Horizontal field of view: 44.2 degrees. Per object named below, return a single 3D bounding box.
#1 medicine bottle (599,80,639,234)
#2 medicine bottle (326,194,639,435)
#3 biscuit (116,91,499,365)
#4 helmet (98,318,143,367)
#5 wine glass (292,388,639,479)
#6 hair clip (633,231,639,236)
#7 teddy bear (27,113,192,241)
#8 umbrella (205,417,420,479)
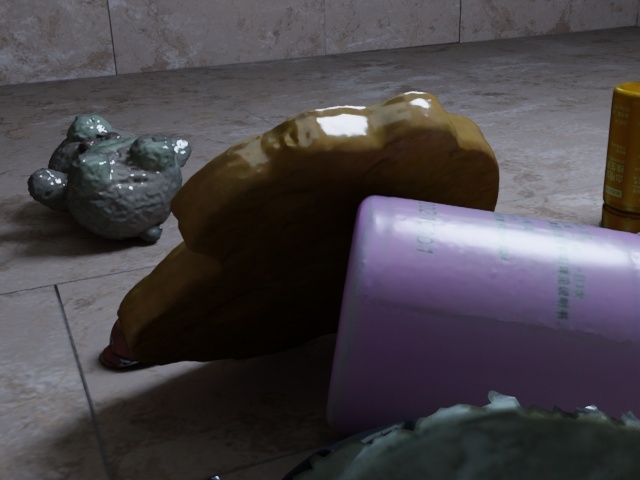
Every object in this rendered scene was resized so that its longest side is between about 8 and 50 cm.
[{"bbox_3d":[0.423,-0.106,1.030,0.096,0.191,0.096,-2,23,1],"label":"medicine bottle"},{"bbox_3d":[0.158,0.072,0.574,0.291,0.178,0.178,8,22,2],"label":"medicine bottle"},{"bbox_3d":[0.000,0.000,0.682,0.351,0.312,0.057,-14,57,-23],"label":"biscuit"},{"bbox_3d":[-0.177,0.089,0.774,0.084,0.049,0.065,-13,25,-28],"label":"helmet"},{"bbox_3d":[0.074,0.212,0.201,0.238,0.238,0.323,0,24,5],"label":"wine glass"},{"bbox_3d":[0.206,0.074,0.731,0.321,0.138,0.091,-6,-23,-8],"label":"hair clip"},{"bbox_3d":[-0.295,-0.095,1.124,0.236,0.151,0.267,-18,30,-21],"label":"teddy bear"},{"bbox_3d":[-0.011,0.170,0.416,0.273,0.122,0.110,-12,-25,14],"label":"umbrella"}]
